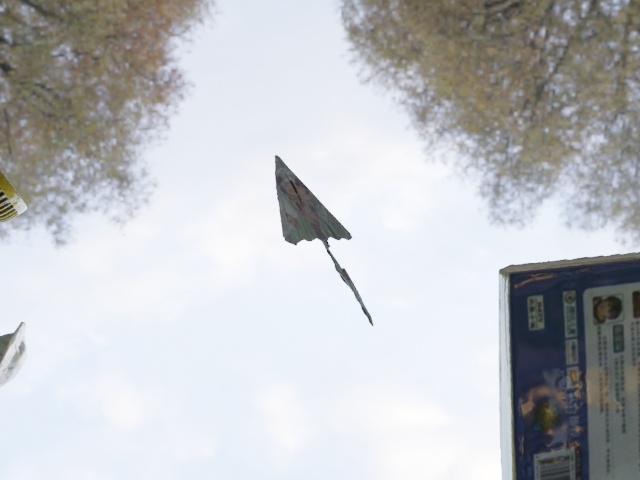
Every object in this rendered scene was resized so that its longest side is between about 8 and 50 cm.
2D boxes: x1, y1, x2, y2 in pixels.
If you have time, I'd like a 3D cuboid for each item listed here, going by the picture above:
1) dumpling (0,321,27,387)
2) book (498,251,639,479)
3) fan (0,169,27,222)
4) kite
[{"bbox_3d":[-0.307,0.117,0.842,0.077,0.043,0.059,-33,-171,-5],"label":"dumpling"},{"bbox_3d":[0.397,0.159,1.005,0.428,0.300,0.039,-4,-174,-19],"label":"book"},{"bbox_3d":[-0.370,-0.079,0.945,0.039,0.155,0.082,-37,-124,-16],"label":"fan"},{"bbox_3d":[0.001,-0.001,1.100,0.012,0.250,0.229,-34,172,20],"label":"kite"}]
